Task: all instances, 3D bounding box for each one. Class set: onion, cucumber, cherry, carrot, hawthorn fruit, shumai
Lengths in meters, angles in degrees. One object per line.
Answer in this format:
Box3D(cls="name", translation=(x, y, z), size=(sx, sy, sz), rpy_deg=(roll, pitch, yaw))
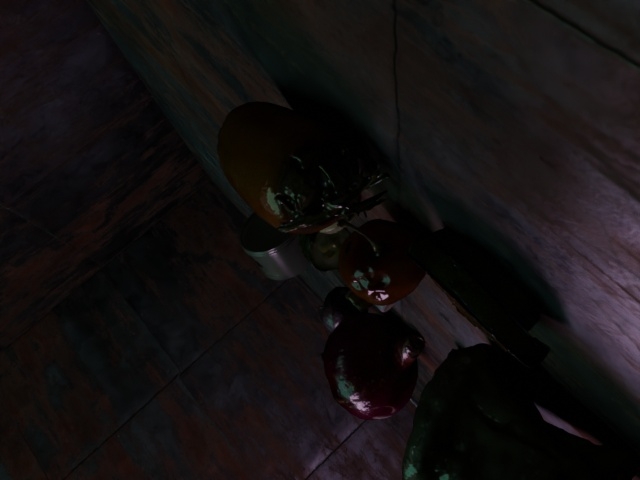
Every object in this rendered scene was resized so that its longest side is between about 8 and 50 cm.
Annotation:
Box3D(cls="onion", translation=(0.195, 0.383, 1.696), size=(0.348, 0.347, 0.385), rpy_deg=(49, 137, -1))
Box3D(cls="cucumber", translation=(-0.001, -0.003, 1.467), size=(0.134, 0.134, 0.244), rpy_deg=(51, 174, -17))
Box3D(cls="cherry", translation=(0.090, 0.271, 2.006), size=(0.195, 0.195, 0.195), rpy_deg=(47, 171, 10))
Box3D(cls="carrot", translation=(-0.040, -0.110, 0.905), size=(0.331, 0.193, 0.215), rpy_deg=(31, 137, 52))
Box3D(cls="hawthorn fruit", translation=(0.098, 0.014, 0.879), size=(0.165, 0.165, 0.285), rpy_deg=(45, 174, 23))
Box3D(cls="shumai", translation=(0.355, 0.391, 0.925), size=(0.323, 0.324, 0.397), rpy_deg=(18, 157, 45))

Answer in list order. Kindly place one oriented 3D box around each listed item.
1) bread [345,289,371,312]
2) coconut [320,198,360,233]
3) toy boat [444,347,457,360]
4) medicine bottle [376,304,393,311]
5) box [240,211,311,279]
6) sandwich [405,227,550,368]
Box3D(cls="bread", translation=(0.135, 0.192, 1.770), size=(0.083, 0.070, 0.076), rpy_deg=(48, 173, -9))
Box3D(cls="coconut", translation=(0.010, -0.084, 1.069), size=(0.122, 0.116, 0.116), rpy_deg=(51, 171, -19))
Box3D(cls="toy boat", translation=(0.398, 0.383, 1.277), size=(0.283, 0.078, 0.127), rpy_deg=(48, 174, 1))
Box3D(cls="medicine bottle", translation=(0.168, 0.162, 1.530), size=(0.089, 0.052, 0.052), rpy_deg=(44, 170, 28))
Box3D(cls="box", translation=(-0.134, -0.003, 1.739), size=(0.226, 0.226, 0.149), rpy_deg=(40, 167, 46))
Box3D(cls="sandwich", translation=(0.244, 0.084, 0.784), size=(0.235, 0.079, 0.159), rpy_deg=(47, -178, 39))
